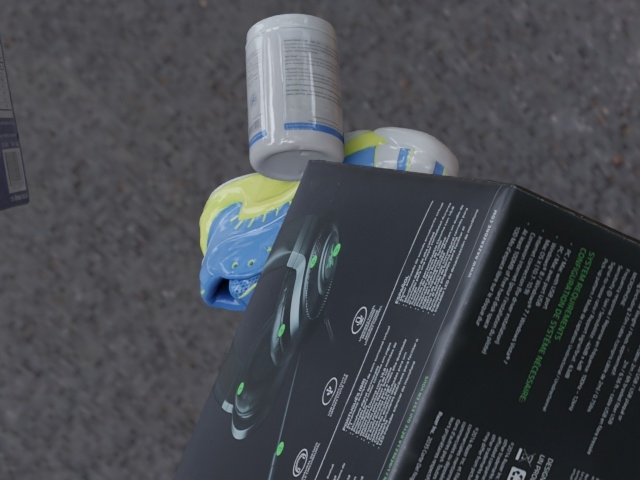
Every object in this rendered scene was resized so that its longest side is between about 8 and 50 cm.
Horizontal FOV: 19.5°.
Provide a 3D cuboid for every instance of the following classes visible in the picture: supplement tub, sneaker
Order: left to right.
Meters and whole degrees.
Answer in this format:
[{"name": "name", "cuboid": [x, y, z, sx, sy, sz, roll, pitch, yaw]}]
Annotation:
[{"name": "supplement tub", "cuboid": [-0.019, -0.103, 1.359, 0.071, 0.071, 0.107, -13, 65, 26]}, {"name": "sneaker", "cuboid": [0.000, 0.000, 1.403, 0.240, 0.091, 0.126, -19, 45, 41]}]

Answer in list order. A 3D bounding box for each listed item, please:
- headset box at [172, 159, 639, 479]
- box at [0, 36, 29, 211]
[{"name": "headset box", "cuboid": [0.037, 0.101, 0.853, 0.246, 0.131, 0.283, -67, 19, -4]}, {"name": "box", "cuboid": [-0.220, -0.127, 1.114, 0.036, 0.136, 0.225, -8, 93, 2]}]
